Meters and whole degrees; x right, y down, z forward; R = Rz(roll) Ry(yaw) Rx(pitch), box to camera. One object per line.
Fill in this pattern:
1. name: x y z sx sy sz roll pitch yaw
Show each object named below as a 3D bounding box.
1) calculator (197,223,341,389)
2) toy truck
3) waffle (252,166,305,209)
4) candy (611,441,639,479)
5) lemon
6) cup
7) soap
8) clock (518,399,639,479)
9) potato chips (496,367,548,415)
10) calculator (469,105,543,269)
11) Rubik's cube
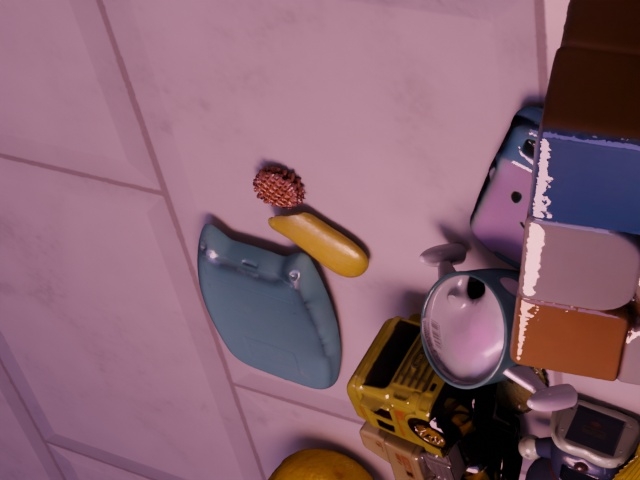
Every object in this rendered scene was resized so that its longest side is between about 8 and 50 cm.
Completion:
1. calculator: -0.087 0.133 2.097 0.256 0.054 0.386 17 147 22
2. toy truck: 0.176 0.288 1.940 0.254 0.181 0.405 14 148 28
3. waffle: -0.062 -0.079 1.856 0.083 0.029 0.075 13 142 21
4. candy: 0.580 0.341 1.779 0.297 0.081 0.187 8 137 -6
5. lemon: 0.009 0.514 2.322 0.253 0.228 0.228 21 143 3
6. cup: 0.255 0.113 1.699 0.300 0.173 0.167 56 134 31
7. soap: 0.000 0.000 1.897 0.168 0.033 0.089 37 142 -5
8. clock: 0.403 0.363 1.926 0.199 0.146 0.243 17 134 14
9. potato chips: 0.265 0.200 1.939 0.202 0.029 0.220 19 145 18
10. calculator: 0.297 -0.057 1.592 0.173 0.051 0.293 28 144 9
11. Rubik's cube: 0.387 -0.076 1.210 0.344 0.347 0.347 10 141 13
